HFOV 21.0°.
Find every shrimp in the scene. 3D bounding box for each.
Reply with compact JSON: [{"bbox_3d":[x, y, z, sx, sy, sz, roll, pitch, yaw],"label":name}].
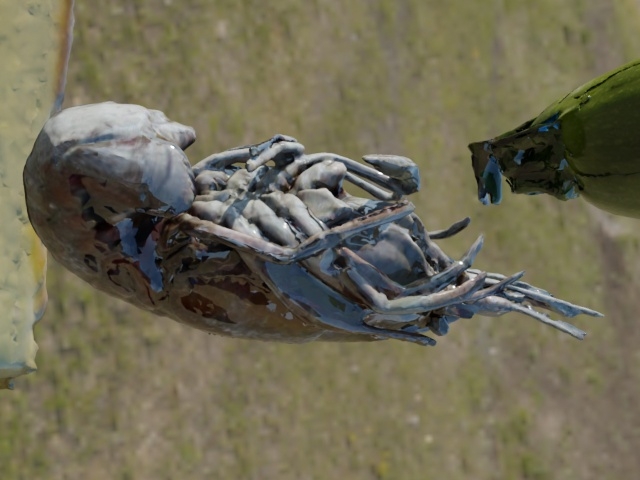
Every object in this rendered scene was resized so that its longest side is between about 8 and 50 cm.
[{"bbox_3d":[0.000,0.000,0.478,0.056,0.165,0.065,-96,-166,-55],"label":"shrimp"}]

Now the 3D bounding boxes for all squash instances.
[{"bbox_3d":[0.206,-0.057,0.689,0.087,0.332,0.087,34,49,-52],"label":"squash"}]

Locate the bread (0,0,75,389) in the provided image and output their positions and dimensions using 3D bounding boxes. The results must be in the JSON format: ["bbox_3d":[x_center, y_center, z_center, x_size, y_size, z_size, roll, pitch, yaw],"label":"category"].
[{"bbox_3d":[-0.276,-0.061,0.862,0.207,0.279,0.279,7,87,-41],"label":"bread"}]
